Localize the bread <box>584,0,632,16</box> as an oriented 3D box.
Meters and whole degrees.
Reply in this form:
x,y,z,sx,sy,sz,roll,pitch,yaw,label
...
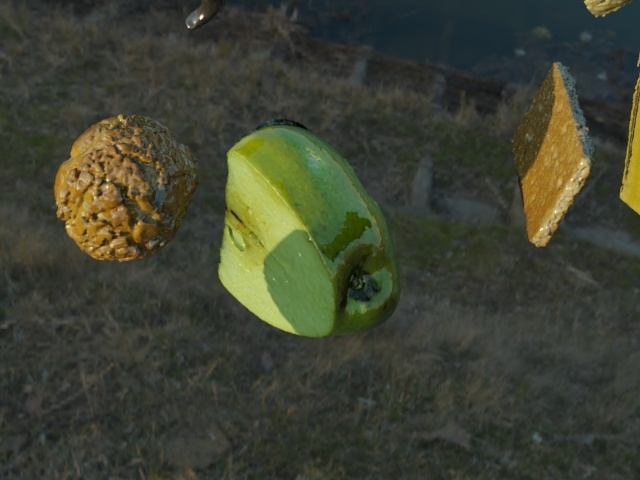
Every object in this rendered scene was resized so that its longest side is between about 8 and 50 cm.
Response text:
x,y,z,sx,sy,sz,roll,pitch,yaw,label
0.213,-0.206,0.654,0.136,0.154,0.054,-15,60,28,bread

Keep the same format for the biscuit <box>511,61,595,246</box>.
x,y,z,sx,sy,sz,roll,pitch,yaw,label
0.263,-0.102,1.186,0.025,0.131,0.231,18,36,-9,biscuit

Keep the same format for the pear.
x,y,z,sx,sy,sz,roll,pitch,yaw,label
0.000,0.000,1.326,0.159,0.292,0.292,-30,57,-30,pear

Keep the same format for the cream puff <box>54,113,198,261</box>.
x,y,z,sx,sy,sz,roll,pitch,yaw,label
-0.182,-0.045,0.978,0.126,0.144,0.103,31,13,-19,cream puff

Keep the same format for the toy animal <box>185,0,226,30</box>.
x,y,z,sx,sy,sz,roll,pitch,yaw,label
-0.066,-0.191,0.562,0.148,0.233,0.085,3,76,14,toy animal

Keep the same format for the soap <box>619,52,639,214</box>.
x,y,z,sx,sy,sz,roll,pitch,yaw,label
0.351,-0.105,0.933,0.135,0.233,0.076,-23,55,-8,soap
